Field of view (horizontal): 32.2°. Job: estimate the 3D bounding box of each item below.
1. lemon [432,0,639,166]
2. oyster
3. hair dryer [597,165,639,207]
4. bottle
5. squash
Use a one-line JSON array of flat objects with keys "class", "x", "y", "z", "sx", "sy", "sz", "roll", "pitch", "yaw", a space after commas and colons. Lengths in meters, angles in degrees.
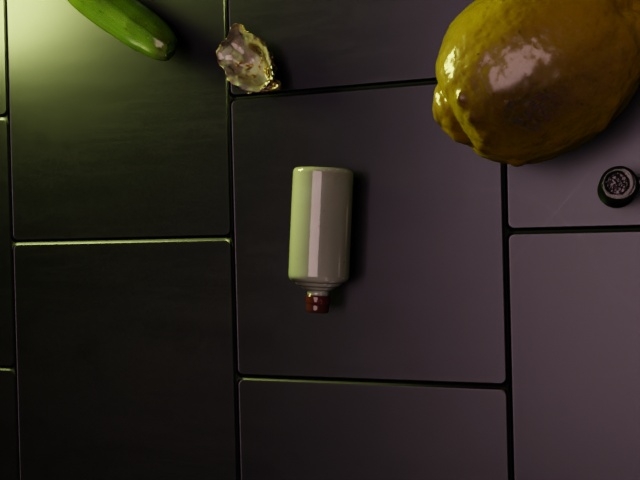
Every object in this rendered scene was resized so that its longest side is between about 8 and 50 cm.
[{"class": "lemon", "x": 0.321, "y": -0.256, "z": 1.618, "sx": 0.285, "sy": 0.285, "sz": 0.316, "roll": 41, "pitch": 75, "yaw": 18}, {"class": "oyster", "x": -0.119, "y": -0.307, "z": 1.932, "sx": 0.103, "sy": 0.051, "sz": 0.148, "roll": -47, "pitch": 64, "yaw": 30}, {"class": "hair dryer", "x": 0.509, "y": -0.095, "z": 1.635, "sx": 0.198, "sy": 0.100, "sz": 0.057, "roll": -13, "pitch": 85, "yaw": 10}, {"class": "bottle", "x": 0.000, "y": 0.000, "z": 1.856, "sx": 0.104, "sy": 0.104, "sz": 0.245, "roll": 3, "pitch": 92, "yaw": 25}, {"class": "squash", "x": -0.369, "y": -0.414, "z": 2.029, "sx": 0.292, "sy": 0.082, "sz": 0.082, "roll": 36, "pitch": 105, "yaw": 18}]
